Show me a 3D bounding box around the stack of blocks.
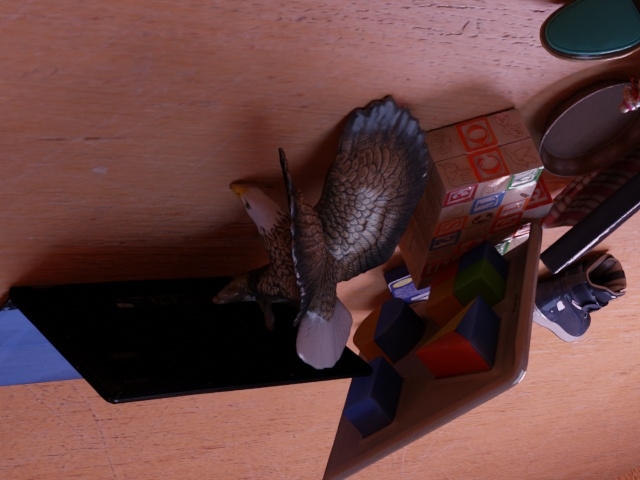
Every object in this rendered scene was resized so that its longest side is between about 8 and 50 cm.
[{"bbox_3d":[0.206,-0.053,1.881,0.171,0.087,0.297,-17,157,-11],"label":"stack of blocks"}]

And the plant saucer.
[{"bbox_3d":[0.348,-0.147,1.837,0.168,0.029,0.168,-17,144,-12],"label":"plant saucer"}]

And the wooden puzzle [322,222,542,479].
[{"bbox_3d":[0.132,0.136,1.848,0.348,0.080,0.322,-38,-164,28],"label":"wooden puzzle"}]

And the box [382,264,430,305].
[{"bbox_3d":[0.170,0.060,2.173,0.136,0.037,0.225,-22,160,1],"label":"box"}]

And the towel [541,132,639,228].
[{"bbox_3d":[0.386,-0.078,1.992,0.197,0.029,0.144,-46,158,27],"label":"towel"}]

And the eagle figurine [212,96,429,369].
[{"bbox_3d":[-0.009,-0.005,1.681,0.225,0.226,0.298,17,147,-26],"label":"eagle figurine"}]

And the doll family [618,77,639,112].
[{"bbox_3d":[0.481,-0.224,1.726,0.262,0.118,0.163,-11,157,21],"label":"doll family"}]

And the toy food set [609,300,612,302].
[{"bbox_3d":[0.494,0.101,2.576,0.083,0.020,0.082,-14,156,-16],"label":"toy food set"}]

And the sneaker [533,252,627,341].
[{"bbox_3d":[0.454,0.097,2.446,0.163,0.086,0.226,-28,156,23],"label":"sneaker"}]

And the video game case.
[{"bbox_3d":[0.429,-0.064,1.959,0.275,0.035,0.248,-42,171,18],"label":"video game case"}]

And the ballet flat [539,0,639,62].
[{"bbox_3d":[0.349,-0.245,1.590,0.232,0.080,0.073,-19,173,-1],"label":"ballet flat"}]

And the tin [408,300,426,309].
[{"bbox_3d":[0.166,0.131,2.248,0.189,0.040,0.106,2,146,-46],"label":"tin"}]

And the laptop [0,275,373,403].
[{"bbox_3d":[-0.222,0.178,1.857,0.382,0.408,0.236,-2,117,-39],"label":"laptop"}]
